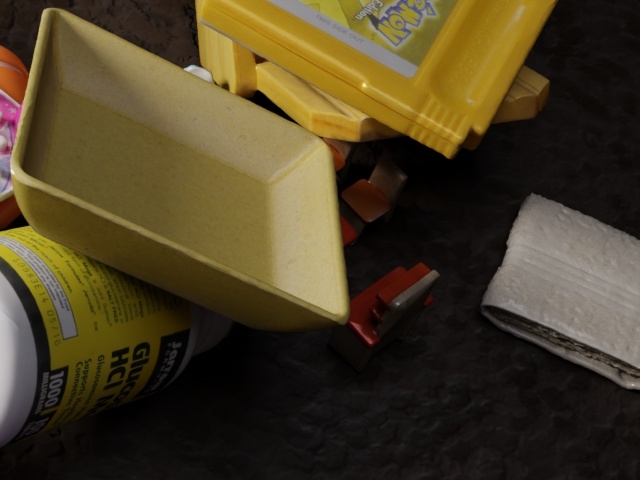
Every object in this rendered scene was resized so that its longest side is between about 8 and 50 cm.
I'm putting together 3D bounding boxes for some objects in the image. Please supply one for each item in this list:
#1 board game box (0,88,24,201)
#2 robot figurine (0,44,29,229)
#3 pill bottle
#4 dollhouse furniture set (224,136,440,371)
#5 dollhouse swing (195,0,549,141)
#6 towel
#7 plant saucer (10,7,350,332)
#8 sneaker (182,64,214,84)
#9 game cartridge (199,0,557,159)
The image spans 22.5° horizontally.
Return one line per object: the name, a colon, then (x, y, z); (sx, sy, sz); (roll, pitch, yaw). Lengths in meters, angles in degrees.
board game box: (-0.467, -0.154, 1.482); (0.390, 0.050, 0.390); (39, 31, 7)
robot figurine: (-0.358, -0.120, 1.702); (0.158, 0.128, 0.219); (-10, 60, -13)
pill bottle: (-0.235, 0.073, 1.513); (0.188, 0.188, 0.334); (48, 33, 18)
dollhouse furniture set: (0.000, 0.000, 1.714); (0.262, 0.135, 0.259); (-34, 70, -33)
dollhouse swing: (0.067, -0.293, 1.818); (0.346, 0.305, 0.315); (-8, 102, -22)
towel: (0.334, 0.068, 1.822); (0.282, 0.049, 0.187); (24, 51, 3)
plant saucer: (-0.141, -0.053, 1.522); (0.332, 0.081, 0.333); (26, 28, -19)
sneaker: (-0.173, -0.097, 1.765); (0.085, 0.086, 0.237); (19, 54, -5)
game cartridge: (0.074, -0.259, 1.730); (0.323, 0.053, 0.285); (28, 54, 3)
